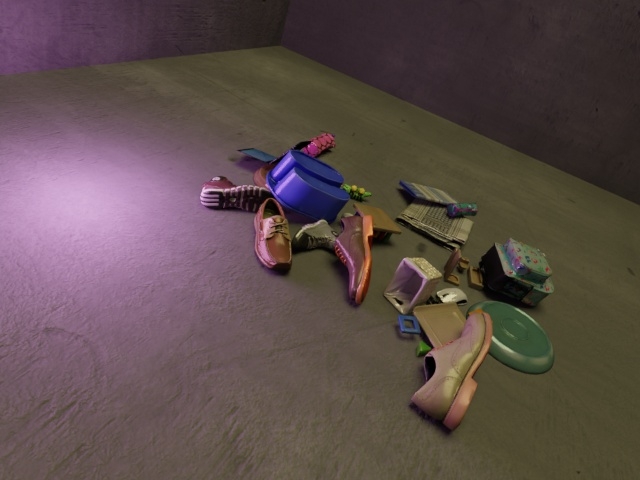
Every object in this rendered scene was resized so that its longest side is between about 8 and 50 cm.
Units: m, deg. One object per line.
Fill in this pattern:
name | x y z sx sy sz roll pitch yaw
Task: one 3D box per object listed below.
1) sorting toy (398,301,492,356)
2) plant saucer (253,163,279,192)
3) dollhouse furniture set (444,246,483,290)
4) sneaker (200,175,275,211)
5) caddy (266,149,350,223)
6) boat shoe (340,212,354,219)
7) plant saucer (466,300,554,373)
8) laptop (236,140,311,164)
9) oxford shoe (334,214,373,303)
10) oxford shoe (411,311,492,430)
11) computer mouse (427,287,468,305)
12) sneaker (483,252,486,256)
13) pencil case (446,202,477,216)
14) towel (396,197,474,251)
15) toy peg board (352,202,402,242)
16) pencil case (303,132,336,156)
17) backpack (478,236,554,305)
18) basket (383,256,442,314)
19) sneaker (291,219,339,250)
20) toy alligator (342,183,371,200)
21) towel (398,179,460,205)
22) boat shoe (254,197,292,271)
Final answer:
sorting toy | 0.408 0.293 1.411 0.347 0.047 0.196 -2 44 -22
plant saucer | -0.152 -0.260 1.917 0.277 0.041 0.278 14 34 -10
dollhouse furniture set | 0.574 0.099 1.701 0.151 0.123 0.144 21 34 2
sneaker | -0.319 -0.195 1.685 0.281 0.107 0.163 3 34 -22
caddy | -0.050 -0.199 1.750 0.341 0.179 0.241 21 38 -31
boat shoe | 0.120 -0.040 1.730 0.063 0.066 0.184 -5 51 -33
plant saucer | 0.660 0.315 1.516 0.317 0.044 0.318 13 34 -9
laptop | -0.200 -0.424 1.977 0.137 0.264 0.234 57 16 -7
oxford shoe | 0.111 0.061 1.519 0.132 0.130 0.364 4 47 5
oxford shoe | 0.380 0.326 1.242 0.146 0.141 0.397 25 42 17
computer mouse | 0.455 0.197 1.575 0.192 0.042 0.106 -2 38 -29
sneaker | 0.778 0.071 1.894 0.192 0.064 0.086 -10 49 -32
pencil case | 0.665 -0.145 2.060 0.151 0.065 0.070 -3 8 -28
towel | 0.532 -0.092 2.011 0.312 0.056 0.324 30 36 15
toy peg board | 0.212 -0.062 1.764 0.160 0.079 0.161 8 34 -37
pencil case | -0.002 -0.492 2.277 0.098 0.095 0.209 43 40 6
backpack | 0.778 0.125 1.709 0.253 0.191 0.225 27 36 -15
basket | 0.309 0.148 1.466 0.103 0.167 0.113 -6 42 -43
sneaker | 0.000 0.000 1.588 0.132 0.086 0.228 35 36 18
toy alligator | 0.138 -0.220 1.999 0.189 0.056 0.052 19 74 -1
towel | 0.543 -0.224 2.174 0.284 0.034 0.209 10 24 -22
boat shoe | -0.164 -0.031 1.513 0.122 0.120 0.324 3 37 -23
